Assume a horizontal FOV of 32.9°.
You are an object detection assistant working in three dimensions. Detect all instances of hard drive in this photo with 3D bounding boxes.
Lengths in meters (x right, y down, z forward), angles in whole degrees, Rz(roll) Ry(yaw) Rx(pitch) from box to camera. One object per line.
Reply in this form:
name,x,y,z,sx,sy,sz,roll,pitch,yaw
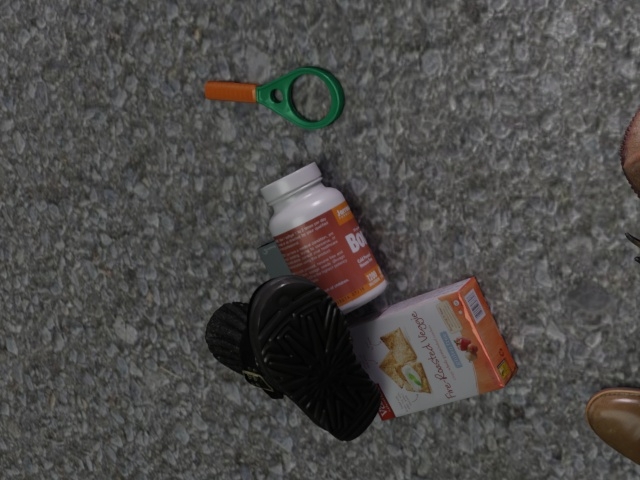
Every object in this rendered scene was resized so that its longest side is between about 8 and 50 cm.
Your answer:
hard drive,-0.032,0.055,1.697,0.094,0.022,0.135,-23,96,34

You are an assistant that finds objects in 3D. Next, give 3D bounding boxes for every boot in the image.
boot,0.487,0.297,1.438,0.305,0.115,0.112,28,122,19
boot,-0.073,0.137,1.575,0.260,0.131,0.348,32,157,41

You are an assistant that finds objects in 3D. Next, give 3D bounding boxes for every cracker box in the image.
cracker box,0.152,0.165,1.606,0.232,0.067,0.155,-23,96,35

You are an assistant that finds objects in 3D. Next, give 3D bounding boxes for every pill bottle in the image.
pill bottle,0.000,0.000,1.598,0.121,0.121,0.216,-24,96,34

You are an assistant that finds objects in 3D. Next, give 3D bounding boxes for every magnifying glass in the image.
magnifying glass,-0.070,-0.217,1.618,0.231,0.026,0.092,7,112,25

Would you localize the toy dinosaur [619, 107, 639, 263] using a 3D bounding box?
toy dinosaur,0.437,-0.063,1.330,0.200,0.127,0.295,-38,82,41
